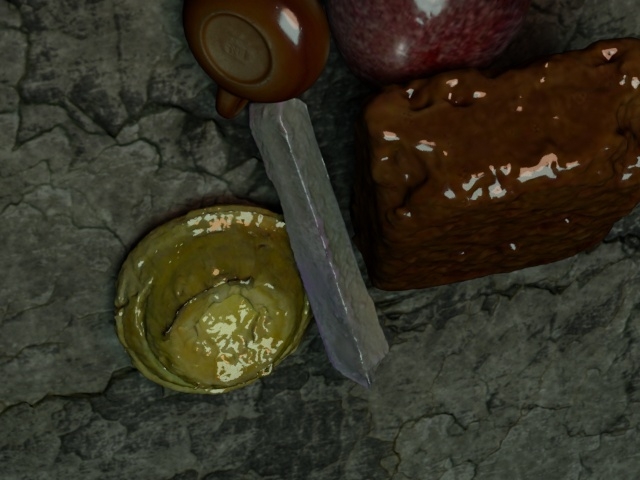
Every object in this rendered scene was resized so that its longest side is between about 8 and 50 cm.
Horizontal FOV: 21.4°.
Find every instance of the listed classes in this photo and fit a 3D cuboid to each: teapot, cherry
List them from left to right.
[{"bbox_3d":[-0.067,-0.236,1.938,0.178,0.135,0.252,36,141,11],"label":"teapot"},{"bbox_3d":[0.117,-0.274,1.911,0.230,0.203,0.300,-4,143,-25],"label":"cherry"}]

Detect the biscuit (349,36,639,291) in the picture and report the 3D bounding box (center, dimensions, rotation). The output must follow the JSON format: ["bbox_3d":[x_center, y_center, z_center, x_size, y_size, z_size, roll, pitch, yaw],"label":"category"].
[{"bbox_3d":[0.208,-0.071,1.988,0.342,0.166,0.395,-10,162,-3],"label":"biscuit"}]

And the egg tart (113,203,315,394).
[{"bbox_3d":[-0.120,0.089,2.148,0.290,0.115,0.290,-9,125,-12],"label":"egg tart"}]

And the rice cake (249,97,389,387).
[{"bbox_3d":[0.000,-0.001,2.098,0.064,0.070,0.399,-38,120,-38],"label":"rice cake"}]
